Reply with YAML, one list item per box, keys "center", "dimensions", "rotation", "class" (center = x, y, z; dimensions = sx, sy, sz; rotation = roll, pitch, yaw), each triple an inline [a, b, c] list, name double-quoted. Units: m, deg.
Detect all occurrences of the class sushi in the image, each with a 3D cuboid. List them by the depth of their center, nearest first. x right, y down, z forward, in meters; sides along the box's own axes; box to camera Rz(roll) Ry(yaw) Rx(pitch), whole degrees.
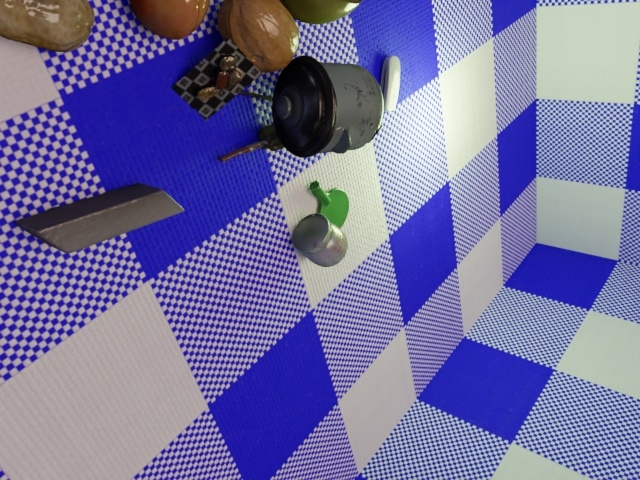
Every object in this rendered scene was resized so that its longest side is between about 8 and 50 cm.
- center: [-0.258, -0.392, 1.394]
  dimensions: [0.201, 0.031, 0.139]
  rotation: [-37, 138, 13]
  class: "sushi"

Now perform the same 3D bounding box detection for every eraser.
- center: [-0.486, -0.055, 1.260]
  dimensions: [0.353, 0.112, 0.077]
  rotation: [-27, 124, -43]
  class: "eraser"

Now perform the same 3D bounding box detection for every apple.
- center: [-0.036, -0.724, 1.468]
  dimensions: [0.258, 0.234, 0.294]
  rotation: [-17, 100, -40]
  class: "apple"

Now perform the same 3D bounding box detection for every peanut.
- center: [-0.538, -0.430, 1.056]
  dimensions: [0.225, 0.129, 0.129]
  rotation: [-10, 110, -46]
  class: "peanut"

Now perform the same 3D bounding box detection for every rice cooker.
- center: [0.009, -0.363, 1.530]
  dimensions: [0.317, 0.316, 0.264]
  rotation: [-24, 164, -44]
  class: "rice cooker"

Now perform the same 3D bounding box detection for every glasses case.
- center: [0.253, -0.569, 2.018]
  dimensions: [0.076, 0.050, 0.197]
  rotation: [-12, 111, -48]
  class: "glasses case"

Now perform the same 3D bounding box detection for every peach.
- center: [-0.330, -0.543, 1.230]
  dimensions: [0.184, 0.184, 0.184]
  rotation: [-20, 118, -45]
  class: "peach"

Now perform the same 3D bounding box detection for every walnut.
- center: [-0.157, -0.535, 1.422]
  dimensions: [0.226, 0.193, 0.193]
  rotation: [39, 72, -60]
  class: "walnut"

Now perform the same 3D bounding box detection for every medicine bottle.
- center: [0.000, 0.000, 1.834]
  dimensions: [0.143, 0.147, 0.147]
  rotation: [41, 70, -47]
  class: "medicine bottle"

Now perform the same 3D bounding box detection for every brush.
- center: [-0.172, -0.278, 1.586]
  dimensions: [0.301, 0.084, 0.071]
  rotation: [-29, 125, -39]
  class: "brush"

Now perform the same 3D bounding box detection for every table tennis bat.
- center: [0.029, -0.125, 1.918]
  dimensions: [0.160, 0.039, 0.257]
  rotation: [-61, 145, -15]
  class: "table tennis bat"

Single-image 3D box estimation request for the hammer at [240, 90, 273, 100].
- center: [-0.220, -0.410, 1.528]
  dimensions: [0.292, 0.029, 0.058]
  rotation: [-5, 108, -51]
  class: "hammer"
